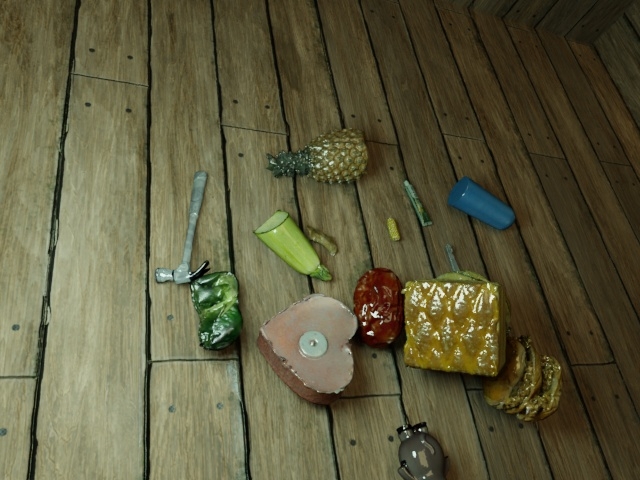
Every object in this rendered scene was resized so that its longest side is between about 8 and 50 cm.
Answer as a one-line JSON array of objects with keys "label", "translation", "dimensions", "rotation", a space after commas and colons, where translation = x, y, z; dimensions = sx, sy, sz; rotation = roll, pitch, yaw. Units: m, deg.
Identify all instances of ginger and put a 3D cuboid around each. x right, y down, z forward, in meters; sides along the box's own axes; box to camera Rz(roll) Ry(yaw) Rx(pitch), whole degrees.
[{"label": "ginger", "translation": [0.002, -0.005, 1.800], "dimensions": [0.137, 0.044, 0.057], "rotation": [33, 23, -11]}]

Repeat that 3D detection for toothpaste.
[{"label": "toothpaste", "translation": [0.373, -0.147, 2.072], "dimensions": [0.049, 0.031, 0.204], "rotation": [-13, 69, -29]}]

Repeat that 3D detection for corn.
[{"label": "corn", "translation": [0.266, -0.039, 1.950], "dimensions": [0.037, 0.037, 0.092], "rotation": [3, 61, -24]}]

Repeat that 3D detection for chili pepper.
[{"label": "chili pepper", "translation": [-0.280, 0.205, 1.477], "dimensions": [0.148, 0.116, 0.264], "rotation": [-16, 42, -6]}]

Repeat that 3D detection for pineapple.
[{"label": "pineapple", "translation": [-0.012, -0.289, 1.881], "dimensions": [0.362, 0.202, 0.202], "rotation": [-8, 65, -21]}]

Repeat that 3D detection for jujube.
[{"label": "jujube", "translation": [0.185, 0.209, 1.672], "dimensions": [0.174, 0.174, 0.250], "rotation": [17, 54, -16]}]

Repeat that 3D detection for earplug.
[{"label": "earplug", "translation": [0.665, -0.135, 2.149], "dimensions": [0.273, 0.132, 0.132], "rotation": [29, 53, -11]}]

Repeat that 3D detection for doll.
[{"label": "doll", "translation": [0.289, 0.646, 1.488], "dimensions": [0.182, 0.117, 0.257], "rotation": [0, 60, -24]}]

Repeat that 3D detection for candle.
[{"label": "candle", "translation": [-0.043, 0.311, 1.536], "dimensions": [0.287, 0.131, 0.317], "rotation": [11, 47, -12]}]

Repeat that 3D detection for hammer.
[{"label": "hammer", "translation": [-0.398, -0.054, 1.620], "dimensions": [0.152, 0.044, 0.427], "rotation": [-5, 53, 3]}]

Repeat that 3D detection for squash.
[{"label": "squash", "translation": [-0.078, 0.030, 1.689], "dimensions": [0.287, 0.137, 0.137], "rotation": [48, 53, 5]}]

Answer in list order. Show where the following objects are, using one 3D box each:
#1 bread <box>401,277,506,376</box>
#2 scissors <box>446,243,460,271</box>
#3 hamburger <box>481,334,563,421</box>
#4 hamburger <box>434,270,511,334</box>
[{"label": "bread", "translation": [0.411, 0.251, 1.615], "dimensions": [0.207, 0.279, 0.279], "rotation": [7, 81, -64]}, {"label": "scissors", "translation": [0.523, 0.170, 1.945], "dimensions": [0.191, 0.029, 0.360], "rotation": [-2, 65, -25]}, {"label": "hamburger", "translation": [0.639, 0.433, 1.715], "dimensions": [0.211, 0.245, 0.260], "rotation": [24, 94, -7]}, {"label": "hamburger", "translation": [0.520, 0.211, 1.783], "dimensions": [0.309, 0.211, 0.132], "rotation": [40, 52, 7]}]
